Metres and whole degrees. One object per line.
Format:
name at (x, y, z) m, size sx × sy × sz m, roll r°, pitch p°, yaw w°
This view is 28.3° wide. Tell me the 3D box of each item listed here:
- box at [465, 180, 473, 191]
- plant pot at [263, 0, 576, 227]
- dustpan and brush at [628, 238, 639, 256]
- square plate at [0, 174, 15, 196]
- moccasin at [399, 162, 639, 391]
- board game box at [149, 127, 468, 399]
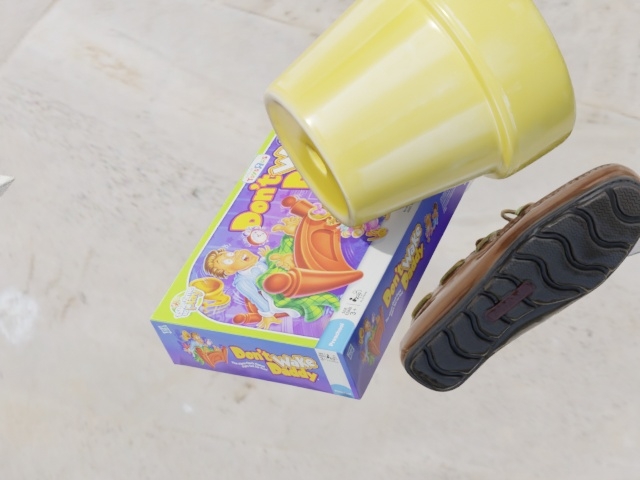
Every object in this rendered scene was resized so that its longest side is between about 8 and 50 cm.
box at (0.170, -0.092, 1.919) m, size 0.137 × 0.126 × 0.072 m, roll -35°, pitch 78°, yaw -21°
plant pot at (0.084, -0.143, 1.266) m, size 0.239 × 0.254 × 0.254 m, roll -34°, pitch 106°, yaw -9°
dustpan and brush at (0.445, -0.067, 1.592) m, size 0.147 × 0.211 × 0.060 m, roll -19°, pitch 65°, yaw -1°
square plate at (-0.549, -0.011, 1.295) m, size 0.344 × 0.347 × 0.049 m, roll 6°, pitch 112°, yaw 22°
moccasin at (0.249, 0.036, 1.576) m, size 0.139 × 0.147 × 0.380 m, roll 31°, pitch 121°, yaw -17°
board game box at (0.000, 0.000, 1.397) m, size 0.347 × 0.233 × 0.078 m, roll -61°, pitch 145°, yaw -36°
